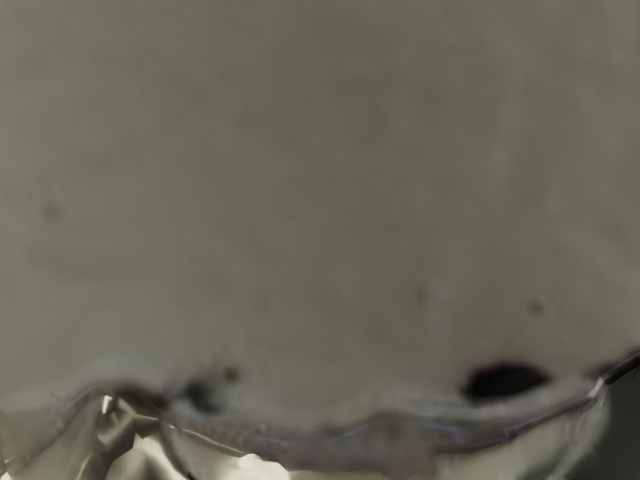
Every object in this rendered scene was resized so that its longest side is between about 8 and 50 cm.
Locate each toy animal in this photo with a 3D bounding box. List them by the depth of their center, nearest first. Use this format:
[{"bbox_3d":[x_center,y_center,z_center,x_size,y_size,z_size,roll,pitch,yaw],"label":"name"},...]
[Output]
[{"bbox_3d":[0.000,0.000,0.457,0.208,0.204,0.156,-4,166,-13],"label":"toy animal"}]
